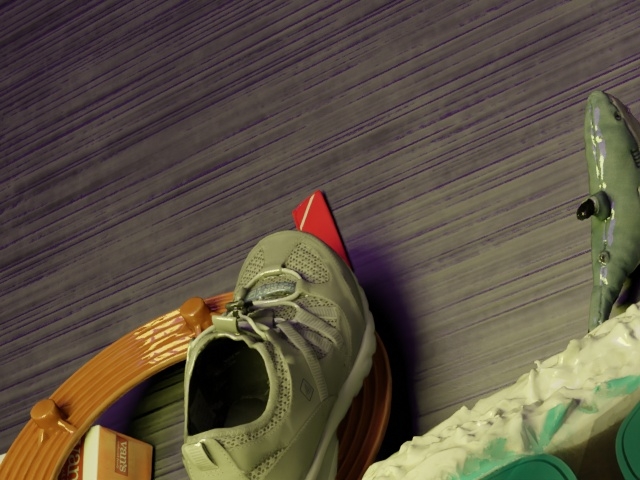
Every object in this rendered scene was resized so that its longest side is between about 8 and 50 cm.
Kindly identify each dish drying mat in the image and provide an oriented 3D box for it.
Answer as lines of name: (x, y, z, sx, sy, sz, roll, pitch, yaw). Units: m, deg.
dish drying mat: (0.000, 0.000, 1.416, 0.032, 0.008, 0.083, -37, 48, 20)

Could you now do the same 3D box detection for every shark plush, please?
shark plush: (0.184, -0.015, 1.216, 0.073, 0.067, 0.161, 8, 74, 44)

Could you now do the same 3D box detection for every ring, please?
ring: (-0.106, 0.147, 1.319, 0.336, 0.032, 0.336, -20, 35, 15)

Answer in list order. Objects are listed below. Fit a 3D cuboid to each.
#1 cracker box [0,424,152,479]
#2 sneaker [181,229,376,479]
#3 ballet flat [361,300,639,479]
cracker box: (-0.240, 0.251, 1.456, 0.232, 0.067, 0.155, -20, 57, 33)
sneaker: (-0.032, 0.075, 1.222, 0.105, 0.115, 0.281, -18, 35, 17)
ballet flat: (0.140, 0.128, 1.061, 0.409, 0.147, 0.147, -30, 43, -15)
